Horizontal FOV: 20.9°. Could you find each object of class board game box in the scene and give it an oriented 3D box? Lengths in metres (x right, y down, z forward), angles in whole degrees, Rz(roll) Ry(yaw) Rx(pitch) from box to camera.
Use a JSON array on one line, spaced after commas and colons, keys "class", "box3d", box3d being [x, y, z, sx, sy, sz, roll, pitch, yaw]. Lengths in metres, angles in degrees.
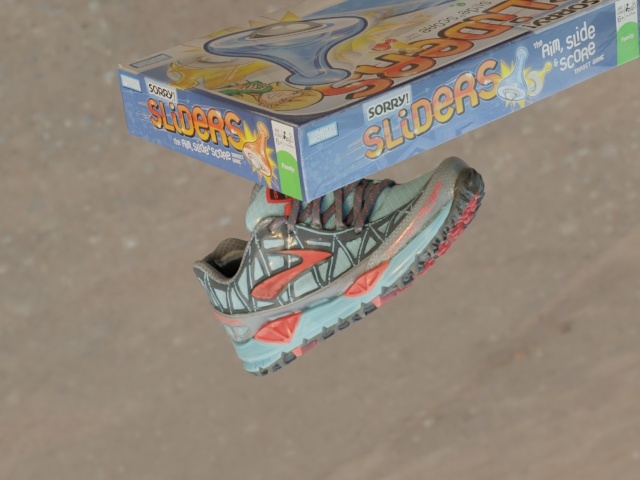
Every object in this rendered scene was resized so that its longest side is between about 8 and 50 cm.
[{"class": "board game box", "box3d": [0.029, -0.081, 0.788, 0.201, 0.035, 0.136, -25, -150, -33]}]

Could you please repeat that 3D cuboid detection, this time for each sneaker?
[{"class": "sneaker", "box3d": [0.000, 0.000, 1.244, 0.262, 0.125, 0.104, -35, -176, 36]}]
